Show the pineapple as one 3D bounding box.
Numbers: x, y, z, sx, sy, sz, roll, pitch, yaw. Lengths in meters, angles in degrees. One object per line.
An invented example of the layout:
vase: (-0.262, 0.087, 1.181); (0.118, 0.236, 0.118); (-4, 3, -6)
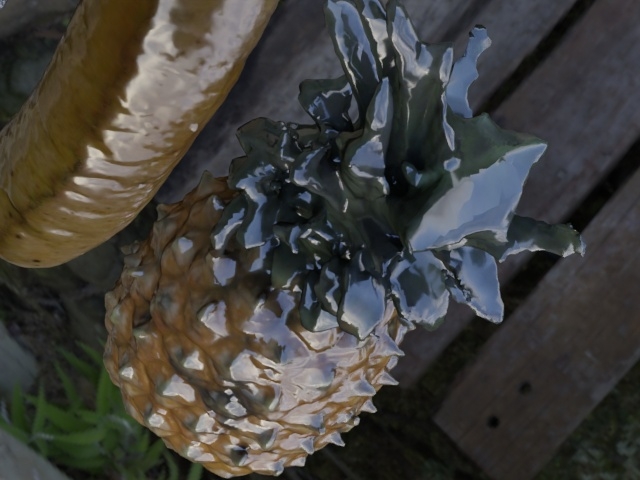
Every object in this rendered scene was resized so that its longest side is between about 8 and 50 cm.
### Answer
pineapple: (0.000, 0.000, 0.484); (0.169, 0.169, 0.340); (-25, 164, -32)

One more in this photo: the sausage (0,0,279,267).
sausage: (-0.140, -0.116, 0.754); (0.123, 0.136, 0.501); (-8, 156, -39)

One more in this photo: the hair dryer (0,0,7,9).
hair dryer: (-0.302, -0.347, 0.961); (0.284, 0.156, 0.320); (-10, 153, 13)
